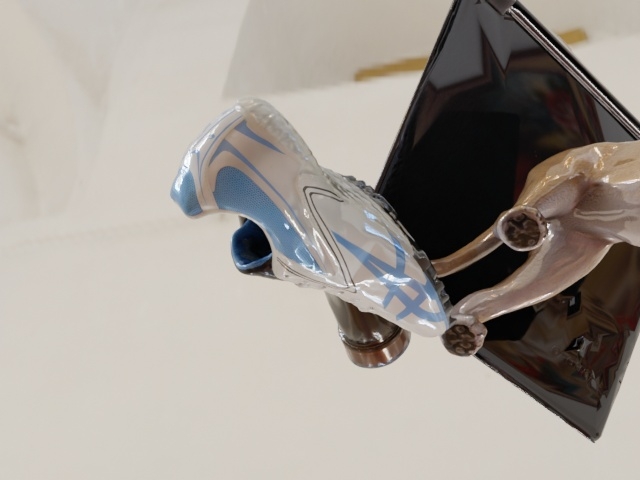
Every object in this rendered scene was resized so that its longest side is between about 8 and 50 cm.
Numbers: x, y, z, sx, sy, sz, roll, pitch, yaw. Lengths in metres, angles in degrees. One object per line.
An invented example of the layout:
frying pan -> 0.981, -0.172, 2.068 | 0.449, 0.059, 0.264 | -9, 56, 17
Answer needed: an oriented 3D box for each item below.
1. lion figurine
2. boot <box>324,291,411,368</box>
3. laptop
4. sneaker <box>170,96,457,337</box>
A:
lion figurine -> 0.249, -0.028, 1.112 | 0.392, 0.240, 0.142 | 2, -62, 27
boot -> 0.024, -0.003, 1.355 | 0.082, 0.219, 0.106 | -20, -49, 3
laptop -> 0.146, -0.092, 1.470 | 0.236, 0.408, 0.382 | -44, -49, 11
sneaker -> 0.000, 0.000, 0.963 | 0.086, 0.085, 0.237 | -43, -47, 9
